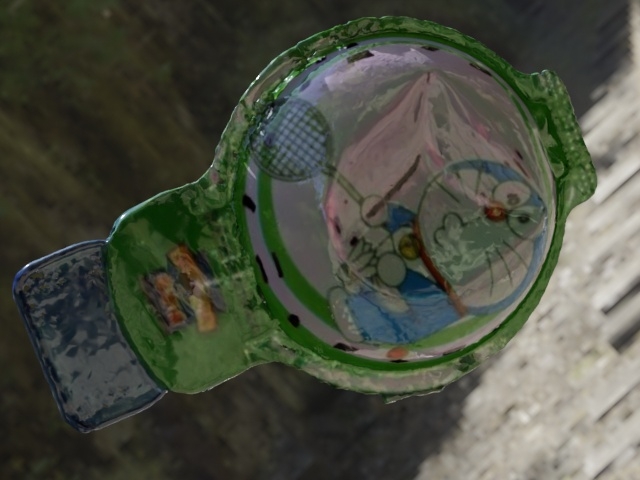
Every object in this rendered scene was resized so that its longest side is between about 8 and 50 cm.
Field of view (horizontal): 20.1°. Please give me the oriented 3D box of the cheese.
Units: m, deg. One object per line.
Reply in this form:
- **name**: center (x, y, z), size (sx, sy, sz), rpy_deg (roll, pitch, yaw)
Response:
- **cheese**: center (0.000, 0.000, 0.956), size (0.320, 0.204, 0.083), rpy_deg (-23, 9, -14)
